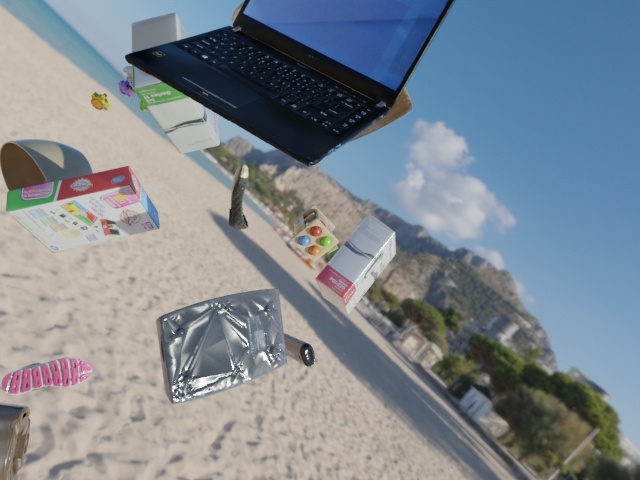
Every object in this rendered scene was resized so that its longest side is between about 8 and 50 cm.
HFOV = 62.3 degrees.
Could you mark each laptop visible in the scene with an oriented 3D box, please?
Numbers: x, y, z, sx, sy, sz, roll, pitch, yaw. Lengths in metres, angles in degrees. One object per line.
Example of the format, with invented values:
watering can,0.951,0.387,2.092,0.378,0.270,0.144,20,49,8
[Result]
laptop,-0.021,-0.229,0.557,0.234,0.264,0.136,32,-48,16

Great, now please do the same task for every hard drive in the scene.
hard drive,-0.180,0.187,0.988,0.255,0.172,0.054,-10,4,-42

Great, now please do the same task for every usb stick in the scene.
usb stick,-0.089,0.347,1.709,0.278,0.045,0.077,-2,-78,66

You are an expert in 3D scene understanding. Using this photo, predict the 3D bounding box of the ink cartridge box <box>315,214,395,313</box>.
ink cartridge box,0.096,0.064,1.361,0.092,0.218,0.158,33,-14,20

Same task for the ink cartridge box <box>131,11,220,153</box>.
ink cartridge box,-0.262,-0.280,0.978,0.208,0.087,0.153,70,9,-66

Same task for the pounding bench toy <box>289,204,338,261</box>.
pounding bench toy,0.000,0.000,0.815,0.083,0.052,0.065,45,14,-23

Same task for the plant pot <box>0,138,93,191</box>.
plant pot,-0.850,-0.202,1.697,0.284,0.191,0.284,19,-56,30

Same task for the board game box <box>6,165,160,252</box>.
board game box,-0.635,-0.079,1.451,0.242,0.317,0.064,86,-9,-62

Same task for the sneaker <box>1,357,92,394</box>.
sneaker,-0.580,0.285,1.131,0.075,0.170,0.063,-11,-93,63

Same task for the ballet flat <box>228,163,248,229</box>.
ballet flat,-0.183,-0.101,1.227,0.049,0.173,0.057,4,37,-13

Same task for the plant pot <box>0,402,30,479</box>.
plant pot,-0.513,0.292,0.745,0.165,0.167,0.167,7,10,-16

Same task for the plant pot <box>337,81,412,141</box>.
plant pot,0.081,-0.351,1.373,0.215,0.230,0.215,52,3,-4

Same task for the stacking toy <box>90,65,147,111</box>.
stacking toy,-0.493,-0.409,1.458,0.221,0.167,0.052,12,-42,17

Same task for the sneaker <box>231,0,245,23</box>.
sneaker,-0.118,-0.547,1.228,0.129,0.111,0.297,44,-10,-8
